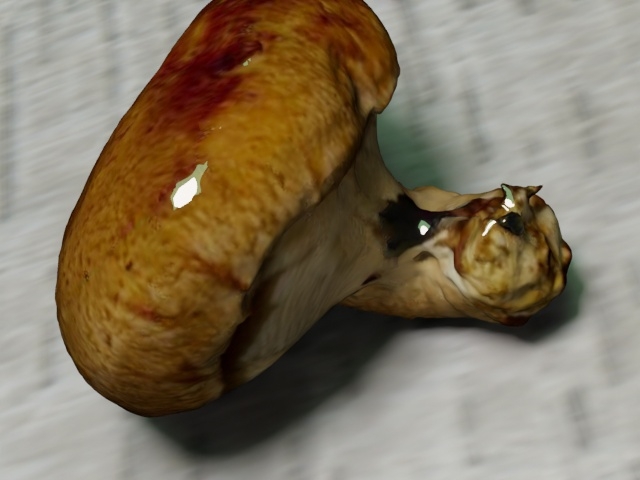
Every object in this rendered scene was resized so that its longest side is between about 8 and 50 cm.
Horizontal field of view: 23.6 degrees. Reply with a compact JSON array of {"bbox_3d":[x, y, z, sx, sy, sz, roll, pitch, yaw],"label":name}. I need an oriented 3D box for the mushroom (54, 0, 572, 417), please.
[{"bbox_3d":[-0.036,-0.006,0.840,0.267,0.267,0.254,-34,80,-6],"label":"mushroom"}]
